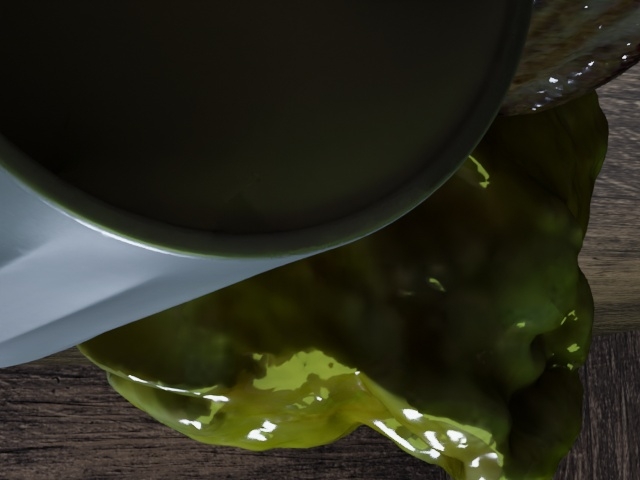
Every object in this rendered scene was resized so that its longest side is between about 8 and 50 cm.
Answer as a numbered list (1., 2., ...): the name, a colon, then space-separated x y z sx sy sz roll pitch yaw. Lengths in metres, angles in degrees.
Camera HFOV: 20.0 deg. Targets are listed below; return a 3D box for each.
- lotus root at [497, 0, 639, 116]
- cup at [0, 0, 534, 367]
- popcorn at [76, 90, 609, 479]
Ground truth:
1. lotus root: 0.101 -0.118 0.840 0.167 0.078 0.329 23 155 -11
2. cup: -0.073 -0.102 0.706 0.323 0.236 0.327 -33 -174 -28
3. popcorn: 0.003 0.000 1.113 0.334 0.292 0.293 2 -179 11
